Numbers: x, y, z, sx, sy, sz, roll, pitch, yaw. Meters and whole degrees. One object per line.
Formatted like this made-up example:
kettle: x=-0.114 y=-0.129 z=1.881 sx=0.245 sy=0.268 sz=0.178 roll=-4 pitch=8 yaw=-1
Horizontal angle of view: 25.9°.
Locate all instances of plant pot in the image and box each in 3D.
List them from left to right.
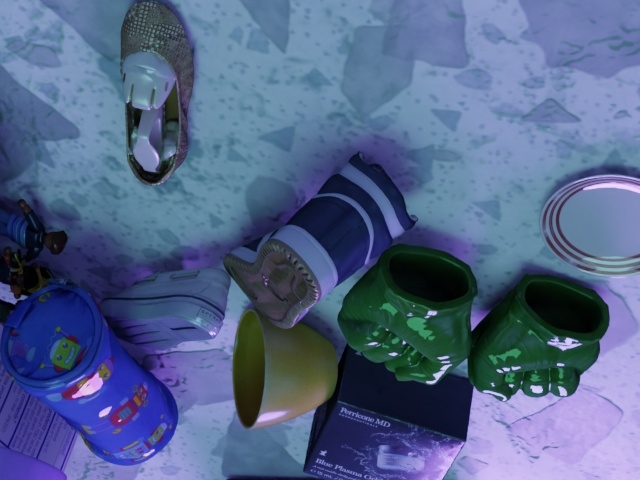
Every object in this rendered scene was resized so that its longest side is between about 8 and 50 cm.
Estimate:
plant pot: x=-0.036 y=0.144 z=1.555 sx=0.095 sy=0.134 sz=0.134 roll=2 pitch=140 yaw=-18

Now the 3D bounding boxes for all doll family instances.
doll family: x=-0.332 y=0.034 z=1.540 sx=0.111 sy=0.076 sz=0.193 roll=23 pitch=145 yaw=19

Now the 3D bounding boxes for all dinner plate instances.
dinner plate: x=0.287 y=-0.017 z=1.370 sx=0.141 sy=0.017 sz=0.141 roll=7 pitch=137 yaw=6

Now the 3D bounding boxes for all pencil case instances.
pencil case: x=-0.259 y=0.154 z=1.559 sx=0.133 sy=0.119 sz=0.306 roll=33 pitch=165 yaw=24

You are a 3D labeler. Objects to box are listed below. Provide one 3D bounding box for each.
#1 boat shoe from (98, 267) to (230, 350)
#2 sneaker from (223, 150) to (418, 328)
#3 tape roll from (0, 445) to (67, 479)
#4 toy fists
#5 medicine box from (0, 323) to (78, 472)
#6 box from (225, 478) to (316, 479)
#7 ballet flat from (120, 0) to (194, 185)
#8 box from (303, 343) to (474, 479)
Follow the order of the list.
boat shoe: x=-0.169 y=0.071 z=1.540 sx=0.226 sy=0.075 sz=0.083 roll=-3 pitch=145 yaw=48
sneaker: x=0.000 y=0.000 z=1.407 sx=0.099 sy=0.153 sz=0.282 roll=49 pitch=163 yaw=-4
tape roll: x=-0.420 y=0.267 z=1.506 sx=0.275 sy=0.090 sz=0.275 roll=10 pitch=161 yaw=3
toy fists: x=0.157 y=0.098 z=1.452 sx=0.279 sy=0.096 sz=0.142 roll=12 pitch=144 yaw=-12
medicine box: x=-0.488 y=0.204 z=1.706 sx=0.263 sy=0.149 sz=0.289 roll=-18 pitch=128 yaw=30
box: x=0.059 y=0.475 z=1.886 sx=0.318 sy=0.097 sz=0.395 roll=-3 pitch=134 yaw=15
ballet flat: x=-0.158 y=-0.132 z=1.328 sx=0.073 sy=0.067 sz=0.206 roll=7 pitch=136 yaw=9
box: x=0.077 y=0.217 z=1.614 sx=0.156 sy=0.093 sz=0.158 roll=18 pitch=136 yaw=-4
